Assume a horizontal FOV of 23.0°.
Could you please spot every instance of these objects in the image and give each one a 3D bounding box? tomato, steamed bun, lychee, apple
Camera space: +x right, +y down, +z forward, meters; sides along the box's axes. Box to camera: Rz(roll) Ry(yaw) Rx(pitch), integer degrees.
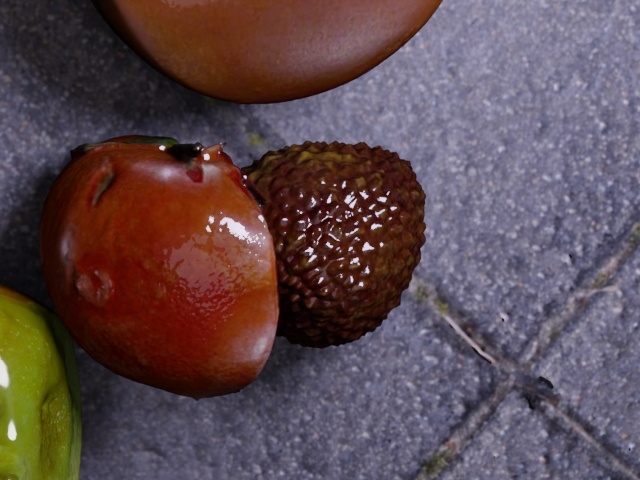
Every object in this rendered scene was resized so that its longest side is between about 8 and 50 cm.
[{"bbox_3d":[-0.193,0.033,1.623,0.170,0.309,0.309,-11,112,-41],"label":"tomato"},{"bbox_3d":[-0.053,-0.272,1.608,0.379,0.235,0.248,-11,113,-17],"label":"steamed bun"},{"bbox_3d":[0.000,0.000,1.723,0.271,0.236,0.236,-30,115,-32],"label":"lychee"},{"bbox_3d":[-0.409,0.219,1.606,0.374,0.374,0.384,36,95,-23],"label":"apple"}]
